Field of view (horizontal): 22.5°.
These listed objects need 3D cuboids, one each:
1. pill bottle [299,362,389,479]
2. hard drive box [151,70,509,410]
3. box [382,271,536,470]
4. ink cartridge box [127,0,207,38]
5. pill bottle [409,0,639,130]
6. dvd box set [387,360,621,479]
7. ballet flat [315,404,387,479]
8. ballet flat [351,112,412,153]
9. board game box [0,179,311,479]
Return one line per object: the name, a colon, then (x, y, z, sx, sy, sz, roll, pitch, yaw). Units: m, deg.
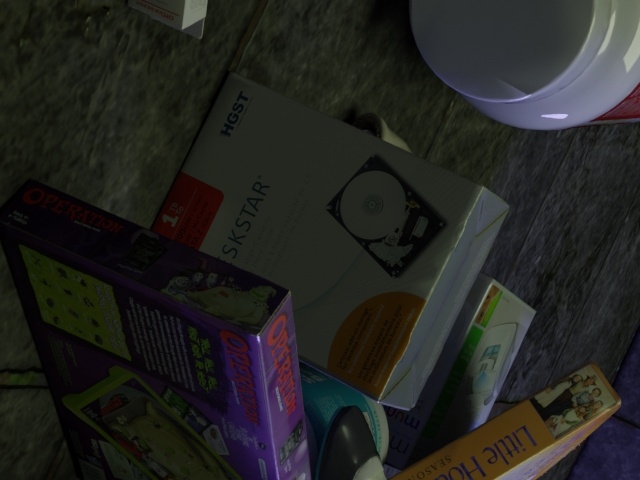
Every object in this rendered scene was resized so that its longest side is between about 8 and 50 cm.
pill bottle: (-0.048, 0.190, 1.470, 0.264, 0.146, 0.146, 1, 113, -67)
hard drive box: (0.000, 0.000, 1.254, 0.181, 0.232, 0.089, -65, 158, 0)
box: (0.120, 0.140, 1.824, 0.231, 0.127, 0.262, -65, 159, -3)
ink cartridge box: (-0.101, -0.175, 1.081, 0.028, 0.048, 0.083, -38, 146, -47)
pill bottle: (0.242, -0.222, 1.558, 0.407, 0.229, 0.229, -12, 124, -63)
dvd box set: (0.086, 0.288, 1.665, 0.420, 0.062, 0.307, -27, 165, -22)
ballet flat: (0.028, 0.238, 1.402, 0.074, 0.074, 0.203, -30, 138, -54)
ballet flat: (-0.003, -0.031, 1.441, 0.248, 0.086, 0.086, -48, 153, -37)
board game box: (-0.108, 0.114, 1.172, 0.056, 0.208, 0.347, -50, 155, -30)
